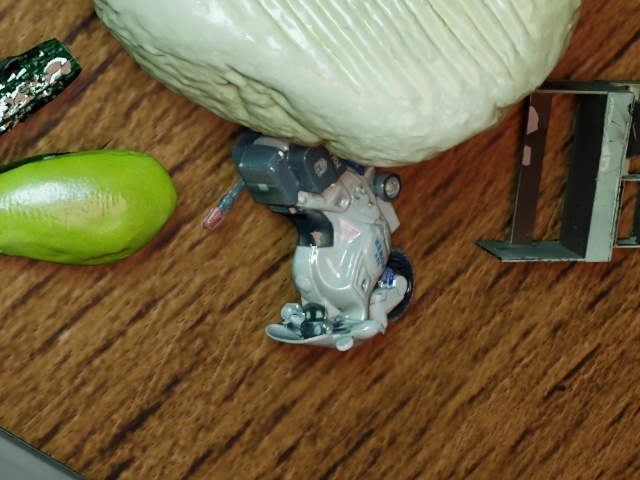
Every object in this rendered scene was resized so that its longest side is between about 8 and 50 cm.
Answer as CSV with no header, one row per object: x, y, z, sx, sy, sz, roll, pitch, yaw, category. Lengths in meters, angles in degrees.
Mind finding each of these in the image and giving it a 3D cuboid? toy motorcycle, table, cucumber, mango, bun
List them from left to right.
-0.279,-0.057,1.326,0.256,0.043,0.044,-41,121,-8,cucumber
-0.184,-0.021,1.366,0.165,0.074,0.091,-12,113,-22,mango
0.000,0.000,1.455,0.150,0.102,0.221,-45,125,-30,toy motorcycle
0.007,-0.218,1.302,0.352,0.227,0.349,-27,93,-10,bun
0.225,-0.060,1.561,0.175,0.062,0.146,-1,106,-23,table

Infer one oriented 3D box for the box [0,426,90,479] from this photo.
-0.250,0.201,1.417,0.243,0.055,0.103,36,89,-31,box
